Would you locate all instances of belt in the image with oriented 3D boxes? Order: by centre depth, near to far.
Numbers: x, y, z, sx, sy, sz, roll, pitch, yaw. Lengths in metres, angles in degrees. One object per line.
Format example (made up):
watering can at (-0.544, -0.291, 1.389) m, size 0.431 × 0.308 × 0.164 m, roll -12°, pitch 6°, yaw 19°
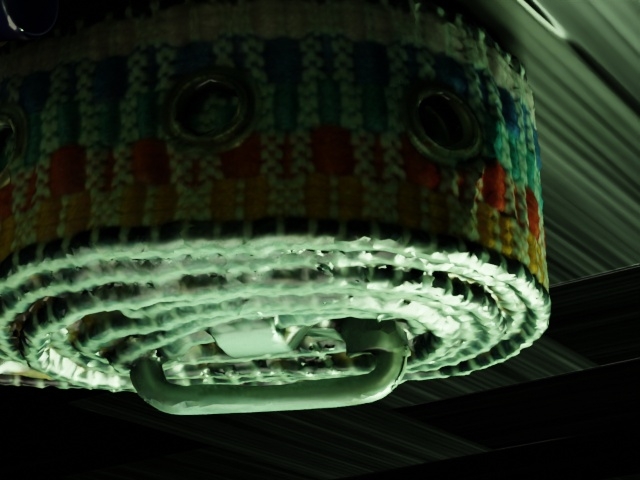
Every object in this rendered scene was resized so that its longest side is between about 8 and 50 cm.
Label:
belt at (-0.041, -0.001, 0.648) m, size 0.295 × 0.160 × 0.207 m, roll -1°, pitch 158°, yaw -5°

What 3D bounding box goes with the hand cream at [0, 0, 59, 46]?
hand cream at (-0.183, -0.089, 0.594) m, size 0.163 × 0.039 × 0.062 m, roll -8°, pitch 159°, yaw 29°
